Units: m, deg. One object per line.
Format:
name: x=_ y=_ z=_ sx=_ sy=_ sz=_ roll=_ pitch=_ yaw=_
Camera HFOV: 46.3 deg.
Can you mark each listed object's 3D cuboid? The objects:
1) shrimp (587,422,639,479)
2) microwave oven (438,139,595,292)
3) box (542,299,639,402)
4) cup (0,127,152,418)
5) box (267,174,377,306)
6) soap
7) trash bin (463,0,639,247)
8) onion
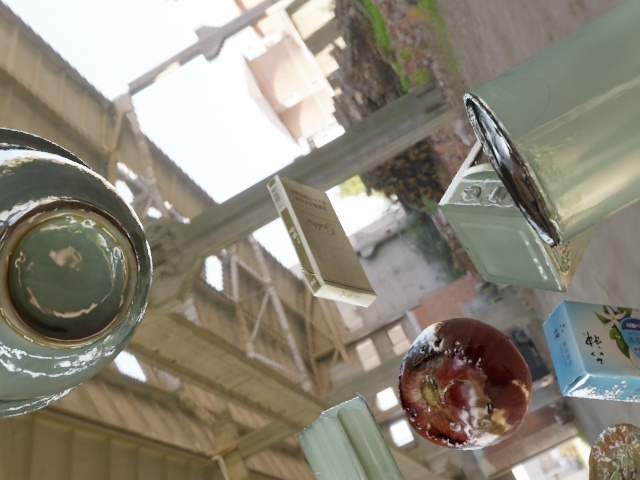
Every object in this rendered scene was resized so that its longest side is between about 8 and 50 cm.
shrimp: x=0.422 y=0.353 z=1.055 sx=0.042 sy=0.101 sz=0.190 roll=29 pitch=-109 yaw=-48
microwave oven: x=0.363 y=-0.094 z=1.292 sx=0.181 sy=0.295 sz=0.237 roll=7 pitch=144 yaw=44
box: x=0.507 y=0.189 z=1.258 sx=0.083 sy=0.232 sz=0.142 roll=113 pitch=160 yaw=-47
cup: x=-0.176 y=0.020 z=0.455 sx=0.150 sy=0.199 sz=0.199 roll=-3 pitch=125 yaw=52
box: x=0.000 y=0.000 z=1.032 sx=0.109 sy=0.029 sz=0.198 roll=17 pitch=-141 yaw=-45
soap: x=0.068 y=0.388 z=1.203 sx=0.261 sy=0.094 sz=0.150 roll=65 pitch=147 yaw=19
trash bin: x=0.337 y=-0.148 z=0.885 sx=0.217 sy=0.263 sz=0.277 roll=62 pitch=-174 yaw=14
onion: x=0.293 y=0.294 z=1.542 sx=0.276 sy=0.276 sz=0.276 roll=59 pitch=-171 yaw=-15
